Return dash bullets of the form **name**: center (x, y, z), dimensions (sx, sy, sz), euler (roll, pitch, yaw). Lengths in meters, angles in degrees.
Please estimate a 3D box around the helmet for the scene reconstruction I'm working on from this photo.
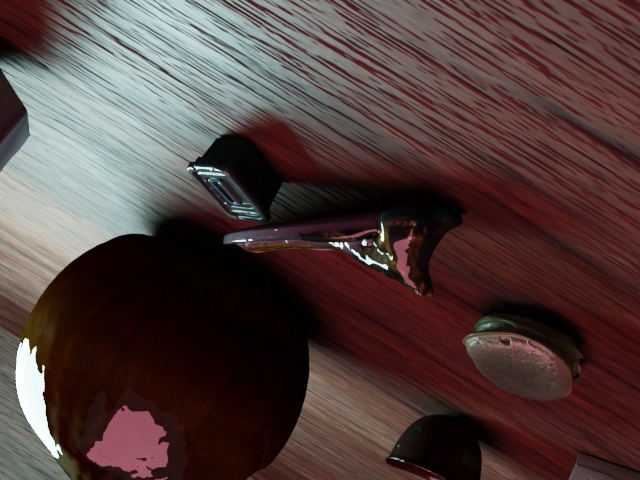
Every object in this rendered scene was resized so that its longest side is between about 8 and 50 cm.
- **helmet**: center (0.199, 0.336, 1.421), dimensions (0.175, 0.106, 0.155), euler (39, 159, -31)

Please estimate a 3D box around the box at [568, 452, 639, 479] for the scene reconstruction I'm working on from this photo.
- **box**: center (0.436, 0.397, 1.299), dimensions (0.135, 0.081, 0.199), euler (14, 150, 33)

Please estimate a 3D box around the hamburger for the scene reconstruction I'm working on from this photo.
- **hamburger**: center (0.232, 0.128, 1.024), dimensions (0.133, 0.062, 0.140), euler (9, 147, 33)

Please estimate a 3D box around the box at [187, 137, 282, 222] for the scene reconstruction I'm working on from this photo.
- **box**: center (-0.093, -0.071, 1.020), dimensions (0.074, 0.054, 0.099), euler (6, 147, 41)

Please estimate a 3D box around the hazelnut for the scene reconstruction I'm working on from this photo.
- **hazelnut**: center (-0.233, 0.185, 1.341), dimensions (0.429, 0.402, 0.402), euler (33, 157, 8)

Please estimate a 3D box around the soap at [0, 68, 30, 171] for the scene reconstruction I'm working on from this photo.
- **soap**: center (-0.511, -0.200, 1.085), dimensions (0.324, 0.193, 0.109), euler (33, 155, -3)

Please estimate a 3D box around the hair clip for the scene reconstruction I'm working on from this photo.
- **hair clip**: center (-0.002, 0.000, 1.001), dimensions (0.358, 0.110, 0.096), euler (6, 130, 50)
